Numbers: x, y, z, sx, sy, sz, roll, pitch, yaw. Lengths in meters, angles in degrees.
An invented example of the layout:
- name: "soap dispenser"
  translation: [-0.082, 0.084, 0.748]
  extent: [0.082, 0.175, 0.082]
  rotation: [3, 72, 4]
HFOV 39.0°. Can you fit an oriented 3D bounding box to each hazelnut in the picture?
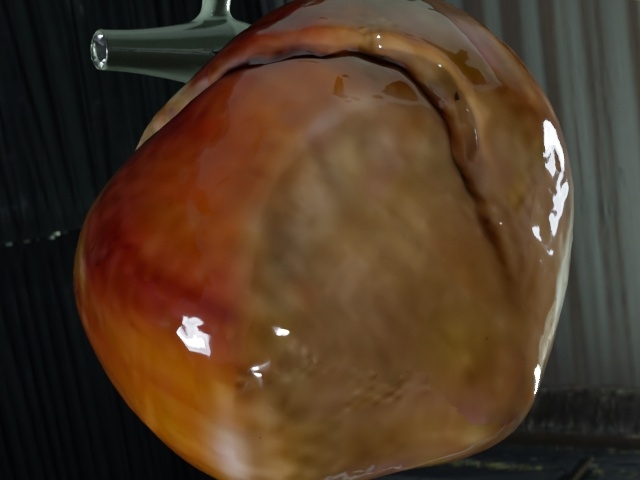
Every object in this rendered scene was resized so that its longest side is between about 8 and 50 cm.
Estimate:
- name: "hazelnut"
  translation: [0.000, 0.000, 0.634]
  extent: [0.372, 0.315, 0.372]
  rotation: [-13, -135, 14]

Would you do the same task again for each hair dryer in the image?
- name: "hair dryer"
  translation: [-0.153, -0.251, 0.972]
  extent: [0.219, 0.225, 0.088]
  rotation: [-31, -155, -33]
